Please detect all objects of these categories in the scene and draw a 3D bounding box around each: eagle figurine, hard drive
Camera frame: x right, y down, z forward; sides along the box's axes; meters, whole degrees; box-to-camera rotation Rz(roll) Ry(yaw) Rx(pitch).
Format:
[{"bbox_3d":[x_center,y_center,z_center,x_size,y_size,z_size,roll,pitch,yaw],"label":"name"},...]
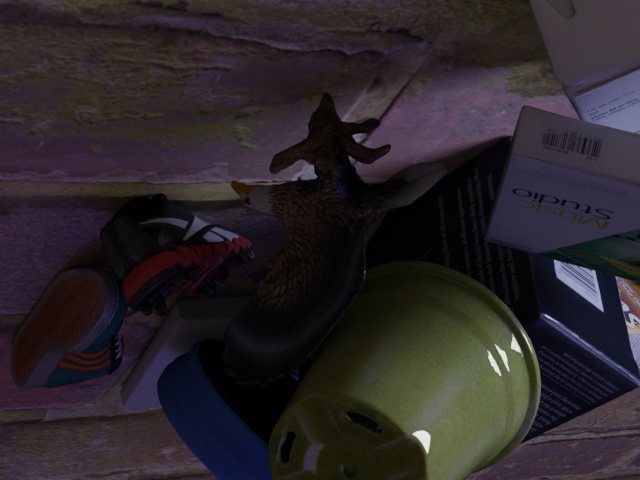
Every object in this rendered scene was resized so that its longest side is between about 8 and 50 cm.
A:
[{"bbox_3d":[-0.008,-0.005,1.467,0.226,0.225,0.298,-14,126,-29],"label":"eagle figurine"},{"bbox_3d":[-0.163,0.168,1.959,0.203,0.040,0.307,-2,151,-27],"label":"hard drive"}]

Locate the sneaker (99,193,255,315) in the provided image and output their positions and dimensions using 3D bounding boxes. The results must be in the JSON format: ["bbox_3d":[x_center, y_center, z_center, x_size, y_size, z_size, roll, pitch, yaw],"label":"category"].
[{"bbox_3d":[-0.173,0.003,1.569,0.097,0.135,0.276,-41,170,20],"label":"sneaker"}]

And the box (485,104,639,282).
[{"bbox_3d":[0.296,-0.033,1.337,0.232,0.059,0.322,15,168,7],"label":"box"}]

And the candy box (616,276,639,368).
[{"bbox_3d":[0.368,0.096,1.944,0.316,0.183,0.087,5,132,-37],"label":"candy box"}]

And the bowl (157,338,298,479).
[{"bbox_3d":[-0.045,0.276,1.786,0.077,0.391,0.391,-52,145,9],"label":"bowl"}]

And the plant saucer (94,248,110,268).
[{"bbox_3d":[-0.241,0.020,1.633,0.083,0.015,0.083,-2,162,-1],"label":"plant saucer"}]

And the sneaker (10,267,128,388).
[{"bbox_3d":[-0.302,0.114,1.710,0.121,0.108,0.302,2,157,-33],"label":"sneaker"}]

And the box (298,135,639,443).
[{"bbox_3d":[0.175,0.110,1.699,0.395,0.294,0.212,-32,131,32],"label":"box"}]

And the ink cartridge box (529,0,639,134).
[{"bbox_3d":[0.302,-0.191,1.318,0.121,0.211,0.289,-23,154,15],"label":"ink cartridge box"}]

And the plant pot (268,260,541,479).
[{"bbox_3d":[0.075,0.194,1.426,0.276,0.276,0.254,-33,-176,31],"label":"plant pot"}]

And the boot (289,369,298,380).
[{"bbox_3d":[0.008,0.224,2.126,0.161,0.083,0.246,-45,152,24],"label":"boot"}]
